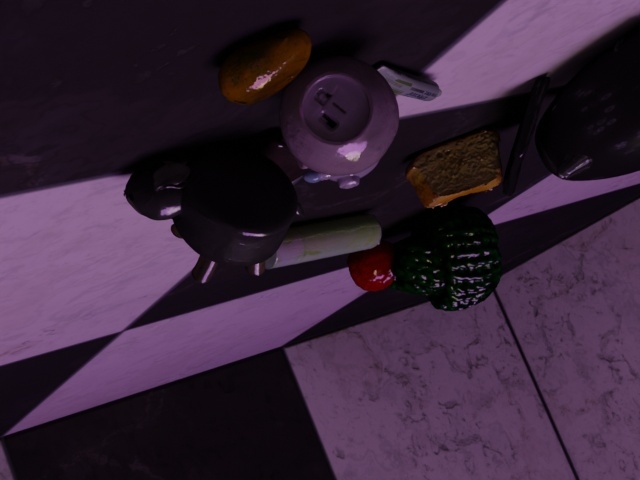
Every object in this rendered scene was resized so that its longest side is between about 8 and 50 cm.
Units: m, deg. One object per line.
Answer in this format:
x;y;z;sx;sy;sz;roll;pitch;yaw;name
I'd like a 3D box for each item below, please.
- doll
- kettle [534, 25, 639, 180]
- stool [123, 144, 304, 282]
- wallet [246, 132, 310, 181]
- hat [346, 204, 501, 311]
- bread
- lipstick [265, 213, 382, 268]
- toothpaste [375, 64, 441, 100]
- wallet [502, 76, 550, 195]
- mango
0.027;-0.139;1.443;0.150;0.151;0.287;-23;173;1;doll
0.488;-0.216;1.872;0.290;0.207;0.268;-33;-161;41;kettle
-0.141;-0.042;1.523;0.153;0.228;0.139;-67;-176;-46;stool
-0.102;-0.088;1.656;0.229;0.049;0.182;-30;164;26;wallet
0.227;0.059;2.591;0.332;0.242;0.274;-7;154;-10;hat
0.246;-0.128;2.020;0.187;0.103;0.065;-16;166;-9;bread
0.000;0.000;2.215;0.304;0.076;0.076;-12;165;-45;lipstick
0.114;-0.211;1.549;0.048;0.029;0.197;-29;165;29;toothpaste
0.348;-0.175;1.962;0.030;0.146;0.285;18;172;8;wallet
-0.059;-0.190;1.239;0.114;0.057;0.079;-34;162;15;mango
